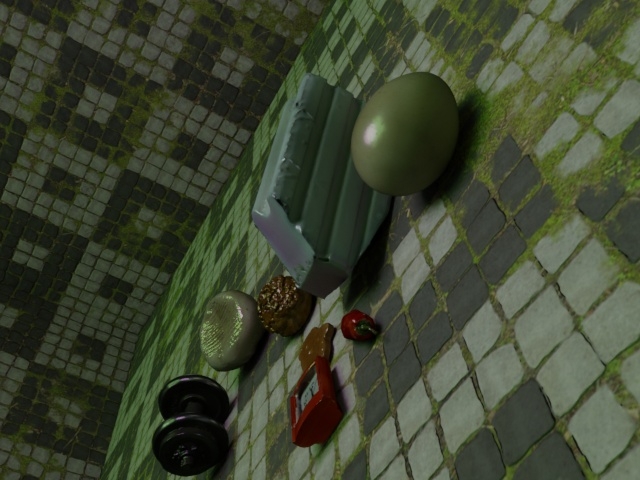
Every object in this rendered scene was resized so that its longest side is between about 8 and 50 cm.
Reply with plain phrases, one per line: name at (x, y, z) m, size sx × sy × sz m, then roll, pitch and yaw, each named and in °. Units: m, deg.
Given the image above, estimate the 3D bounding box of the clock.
clock at (-0.008, 0.300, 1.238) m, size 0.113 × 0.061 × 0.155 m, roll -59°, pitch 15°, yaw 15°

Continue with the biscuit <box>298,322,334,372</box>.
biscuit at (-0.004, 0.225, 1.381) m, size 0.118 × 0.023 × 0.140 m, roll -60°, pitch 18°, yaw 12°

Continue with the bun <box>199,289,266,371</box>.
bun at (-0.231, 0.243, 1.809) m, size 0.231 × 0.133 × 0.231 m, roll -18°, pitch 65°, yaw 45°

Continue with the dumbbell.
dumbbell at (-0.328, 0.467, 1.694) m, size 0.192 × 0.192 × 0.290 m, roll -57°, pitch 19°, yaw 22°

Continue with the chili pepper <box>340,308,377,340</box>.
chili pepper at (0.066, 0.157, 1.233) m, size 0.191 × 0.050 × 0.059 m, roll 161°, pitch 116°, yaw -76°

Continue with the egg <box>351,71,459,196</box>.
egg at (0.160, -0.200, 1.225) m, size 0.253 × 0.189 × 0.188 m, roll -63°, pitch 16°, yaw -22°

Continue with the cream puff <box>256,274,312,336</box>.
cream puff at (-0.092, 0.150, 1.577) m, size 0.165 × 0.115 × 0.150 m, roll -39°, pitch 35°, yaw 51°

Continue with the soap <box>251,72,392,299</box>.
soap at (0.013, -0.116, 1.406) m, size 0.156 × 0.261 × 0.446 m, roll -41°, pitch 30°, yaw 50°
